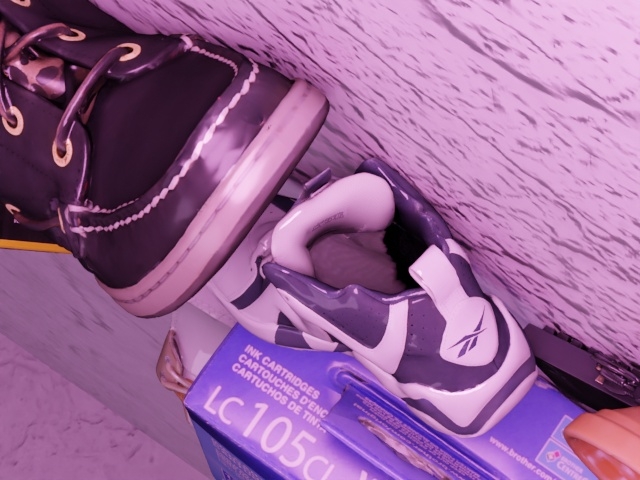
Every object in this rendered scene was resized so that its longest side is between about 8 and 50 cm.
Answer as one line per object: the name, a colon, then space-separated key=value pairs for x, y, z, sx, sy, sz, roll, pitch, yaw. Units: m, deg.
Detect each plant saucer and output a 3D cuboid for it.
plant saucer: x=0.206 y=0.144 z=0.897 sx=0.200 sy=0.037 sz=0.200 roll=40 pitch=174 yaw=5

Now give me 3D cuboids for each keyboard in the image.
keyboard: x=0.182 y=0.090 z=0.957 sx=0.180 sy=0.023 sz=0.108 roll=26 pitch=170 yaw=37

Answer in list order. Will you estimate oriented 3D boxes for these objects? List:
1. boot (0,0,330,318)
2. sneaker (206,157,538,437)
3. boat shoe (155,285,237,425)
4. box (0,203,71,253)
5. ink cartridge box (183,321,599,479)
boot: x=-0.166 y=-0.103 z=0.945 sx=0.284 sy=0.138 sz=0.377 roll=40 pitch=173 yaw=-17
sneaker: x=0.000 y=0.000 z=0.972 sx=0.235 sy=0.094 sz=0.153 roll=37 pitch=162 yaw=41
boat shoe: x=-0.072 y=0.097 z=1.485 sx=0.113 sy=0.103 sz=0.302 roll=32 pitch=167 yaw=17
box: x=-0.275 y=-0.035 z=1.331 sx=0.257 sy=0.079 sz=0.322 roll=3 pitch=180 yaw=-22
ink cartridge box: x=0.061 y=0.148 z=1.221 sx=0.270 sy=0.151 sz=0.395 roll=34 pitch=166 yaw=9
